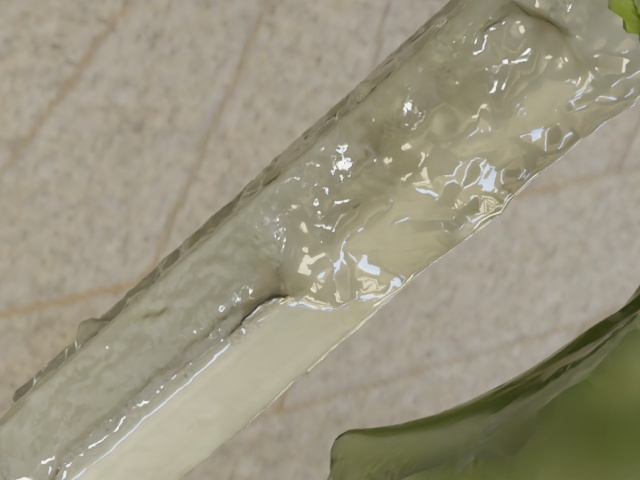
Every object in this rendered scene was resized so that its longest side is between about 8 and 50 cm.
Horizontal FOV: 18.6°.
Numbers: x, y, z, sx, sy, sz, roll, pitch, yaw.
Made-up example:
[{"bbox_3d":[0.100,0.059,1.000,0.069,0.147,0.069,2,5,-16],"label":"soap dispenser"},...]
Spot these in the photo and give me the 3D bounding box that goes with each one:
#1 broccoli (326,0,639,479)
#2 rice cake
[{"bbox_3d":[0.104,-0.016,0.388,0.302,0.186,0.254,2,-127,44],"label":"broccoli"},{"bbox_3d":[0.000,0.000,0.578,0.052,0.256,0.057,22,-147,-52],"label":"rice cake"}]
